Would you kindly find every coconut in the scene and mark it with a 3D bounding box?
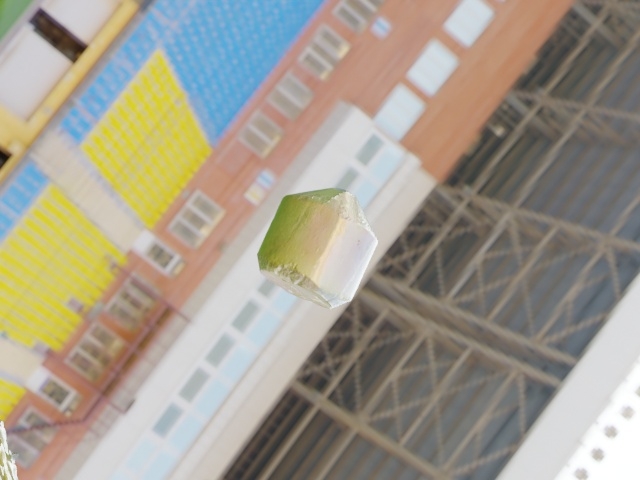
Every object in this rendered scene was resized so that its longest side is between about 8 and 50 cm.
[{"bbox_3d":[0.000,0.000,1.392,0.122,0.116,0.116,-62,-165,-11],"label":"coconut"}]

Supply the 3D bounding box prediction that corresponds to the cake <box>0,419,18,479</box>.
[{"bbox_3d":[-0.415,0.174,1.162,0.222,0.227,0.286,-15,-176,-4],"label":"cake"}]
